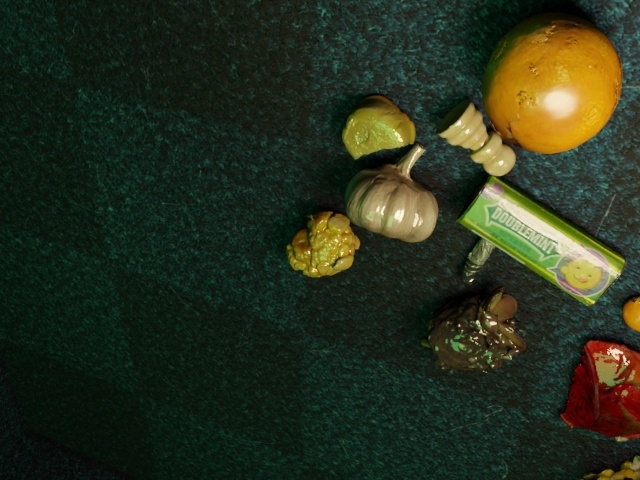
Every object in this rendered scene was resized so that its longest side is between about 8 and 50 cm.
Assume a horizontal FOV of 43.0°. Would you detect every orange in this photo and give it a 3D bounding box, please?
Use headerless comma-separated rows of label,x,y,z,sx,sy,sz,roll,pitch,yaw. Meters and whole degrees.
orange,0.405,-0.278,1.443,0.246,0.246,0.246,17,134,18
orange,0.701,0.160,1.770,0.084,0.083,0.083,17,134,18

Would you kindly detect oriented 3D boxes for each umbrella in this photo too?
umbrella,0.372,0.030,1.883,0.046,0.050,0.188,43,141,21

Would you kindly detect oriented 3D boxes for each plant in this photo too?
plant,0.382,0.215,1.946,0.234,0.178,0.204,-23,102,30

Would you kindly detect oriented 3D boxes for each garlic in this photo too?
garlic,0.169,-0.116,1.796,0.219,0.218,0.212,22,106,13

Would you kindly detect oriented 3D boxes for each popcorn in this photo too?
popcorn,0.014,0.013,2.019,0.163,0.140,0.194,40,127,6

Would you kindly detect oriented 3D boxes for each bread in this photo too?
bread,0.119,-0.247,1.761,0.156,0.086,0.125,-7,117,32

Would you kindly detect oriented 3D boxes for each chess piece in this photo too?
chess piece,0.329,-0.201,1.677,0.170,0.094,0.094,41,137,-17

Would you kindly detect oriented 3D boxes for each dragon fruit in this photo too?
dragon fruit,0.727,0.386,1.931,0.282,0.100,0.343,9,135,13

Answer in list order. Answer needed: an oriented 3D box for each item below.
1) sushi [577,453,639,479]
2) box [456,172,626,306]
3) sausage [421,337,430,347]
sushi,0.816,0.700,2.057,0.329,0.285,0.328,-33,113,22
box,0.468,-0.004,1.741,0.345,0.097,0.134,34,118,1
sausage,0.330,0.281,2.141,0.132,0.024,0.024,11,132,24
